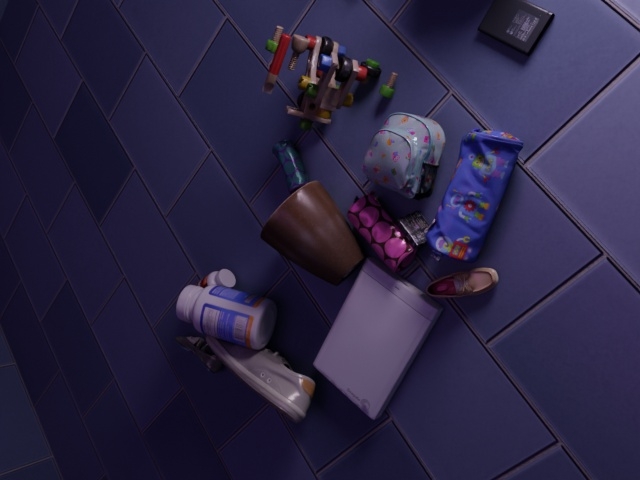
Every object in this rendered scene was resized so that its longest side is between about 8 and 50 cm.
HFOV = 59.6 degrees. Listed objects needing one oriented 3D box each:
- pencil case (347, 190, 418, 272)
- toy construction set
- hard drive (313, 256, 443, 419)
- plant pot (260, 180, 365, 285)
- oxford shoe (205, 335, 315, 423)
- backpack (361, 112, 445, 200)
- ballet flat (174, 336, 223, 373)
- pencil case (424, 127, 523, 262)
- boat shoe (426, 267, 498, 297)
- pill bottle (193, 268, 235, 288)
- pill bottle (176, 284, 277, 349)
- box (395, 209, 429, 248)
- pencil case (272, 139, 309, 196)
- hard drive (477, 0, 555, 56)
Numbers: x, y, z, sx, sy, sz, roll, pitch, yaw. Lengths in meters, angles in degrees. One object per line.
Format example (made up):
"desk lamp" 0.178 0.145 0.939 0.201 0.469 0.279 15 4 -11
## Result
"pencil case" 0.157 -0.022 1.393 0.098 0.095 0.209 -43 69 13
"toy construction set" -0.025 -0.375 1.395 0.257 0.309 0.237 45 122 35
"hard drive" 0.137 0.253 1.445 0.233 0.047 0.352 37 114 30
"plant pot" 0.000 0.000 1.456 0.230 0.215 0.215 45 118 11
"oxford shoe" -0.178 0.376 1.648 0.450 0.169 0.130 22 65 42
"backpack" 0.198 -0.207 1.319 0.166 0.144 0.188 31 107 38
"ballet flat" -0.396 0.360 1.850 0.213 0.072 0.068 31 83 31
"pencil case" 0.331 -0.098 1.234 0.133 0.119 0.305 22 105 11
"boat shoe" 0.323 0.104 1.290 0.170 0.059 0.062 -20 80 36
"pill bottle" -0.342 0.150 1.775 0.152 0.086 0.086 -33 73 33
"pill bottle" -0.279 0.216 1.648 0.272 0.152 0.152 13 101 18
"box" 0.231 -0.027 1.347 0.083 0.067 0.018 56 151 20
"pencil case" -0.084 -0.205 1.577 0.070 0.064 0.151 -27 75 18
"hard drive" 0.420 -0.472 1.210 0.135 0.022 0.094 41 115 28
